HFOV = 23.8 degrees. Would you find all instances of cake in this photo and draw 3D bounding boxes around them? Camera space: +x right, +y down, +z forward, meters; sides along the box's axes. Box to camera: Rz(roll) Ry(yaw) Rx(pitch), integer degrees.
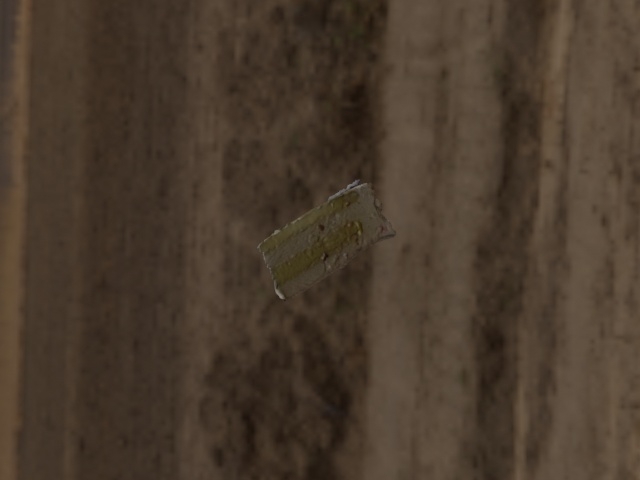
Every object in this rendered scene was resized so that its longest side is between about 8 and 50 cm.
[{"bbox_3d":[0.000,0.000,1.079,0.052,0.065,0.121,62,-150,-2],"label":"cake"}]
